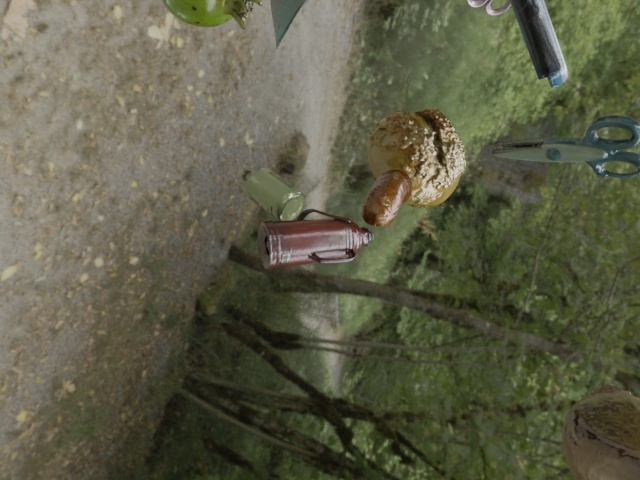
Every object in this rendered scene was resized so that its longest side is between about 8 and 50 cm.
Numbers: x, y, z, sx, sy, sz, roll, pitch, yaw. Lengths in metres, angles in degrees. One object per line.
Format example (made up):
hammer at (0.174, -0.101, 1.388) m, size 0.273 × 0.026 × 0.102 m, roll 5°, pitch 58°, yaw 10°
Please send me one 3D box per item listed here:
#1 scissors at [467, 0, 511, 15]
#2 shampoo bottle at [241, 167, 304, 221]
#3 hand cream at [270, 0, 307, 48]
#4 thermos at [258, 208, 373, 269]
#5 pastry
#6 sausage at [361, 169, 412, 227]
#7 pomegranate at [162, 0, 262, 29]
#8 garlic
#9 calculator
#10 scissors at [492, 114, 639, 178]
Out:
scissors at (0.414, -0.586, 1.083) m, size 0.242 × 0.118 × 0.030 m, roll -48°, pitch -137°, yaw 49°
shampoo bottle at (-0.113, -0.109, 1.121) m, size 0.079 × 0.162 × 0.079 m, roll -35°, pitch 145°, yaw -29°
hand cream at (-0.063, -0.474, 0.892) m, size 0.111 × 0.070 × 0.312 m, roll -42°, pitch -138°, yaw 43°
thermos at (0.000, 0.003, 1.029) m, size 0.124 × 0.232 × 0.099 m, roll -117°, pitch -150°, yaw -48°
pastry at (0.290, -0.238, 1.444) m, size 0.184 × 0.315 × 0.284 m, roll -19°, pitch -108°, yaw 53°
sausage at (0.159, -0.107, 1.162) m, size 0.302 × 0.076 × 0.103 m, roll -39°, pitch 138°, yaw -67°
pomegranate at (-0.300, -0.700, 1.407) m, size 0.260 × 0.340 × 0.260 m, roll -45°, pitch 162°, yaw -18°
garlic at (0.290, 0.207, 0.494) m, size 0.195 × 0.101 × 0.087 m, roll -59°, pitch 126°, yaw -84°
calculator at (0.376, -0.412, 0.925) m, size 0.293 × 0.051 × 0.173 m, roll 59°, pitch 31°, yaw -20°
scissors at (0.465, -0.175, 0.994) m, size 0.041 × 0.289 × 0.138 m, roll -52°, pitch 127°, yaw -24°
